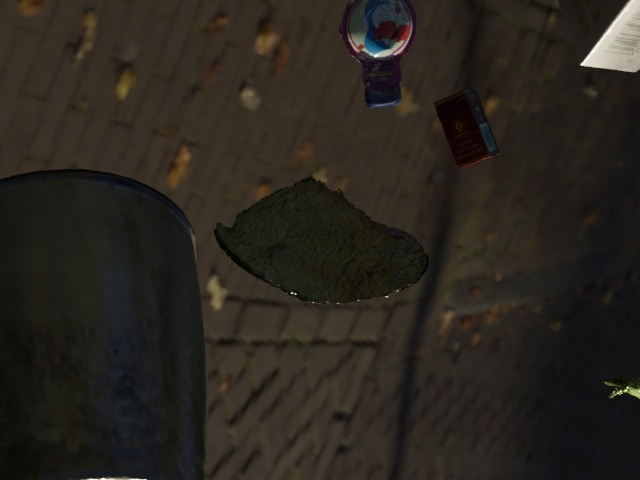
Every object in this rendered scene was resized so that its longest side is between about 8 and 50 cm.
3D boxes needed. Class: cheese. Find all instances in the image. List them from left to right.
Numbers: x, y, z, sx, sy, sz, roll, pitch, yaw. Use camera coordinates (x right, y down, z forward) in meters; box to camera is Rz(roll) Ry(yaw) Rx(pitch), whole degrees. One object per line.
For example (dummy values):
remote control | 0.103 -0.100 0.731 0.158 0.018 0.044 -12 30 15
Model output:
cheese | 0.067 -0.225 1.793 0.095 0.038 0.145 -8 101 -16

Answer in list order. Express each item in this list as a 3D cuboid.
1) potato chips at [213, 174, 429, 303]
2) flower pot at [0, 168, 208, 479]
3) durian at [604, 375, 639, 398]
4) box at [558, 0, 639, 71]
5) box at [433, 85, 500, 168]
potato chips | 0.000 0.000 1.545 0.026 0.209 0.142 89 -4 -64
flower pot | -0.237 0.143 1.517 0.293 0.330 0.293 -10 142 -8
durian | 0.374 0.139 1.630 0.215 0.100 0.086 134 -38 -69
box | 0.268 -0.265 1.249 0.067 0.149 0.233 1 146 -26
box | 0.165 -0.128 1.779 0.023 0.051 0.082 -22 91 -44
